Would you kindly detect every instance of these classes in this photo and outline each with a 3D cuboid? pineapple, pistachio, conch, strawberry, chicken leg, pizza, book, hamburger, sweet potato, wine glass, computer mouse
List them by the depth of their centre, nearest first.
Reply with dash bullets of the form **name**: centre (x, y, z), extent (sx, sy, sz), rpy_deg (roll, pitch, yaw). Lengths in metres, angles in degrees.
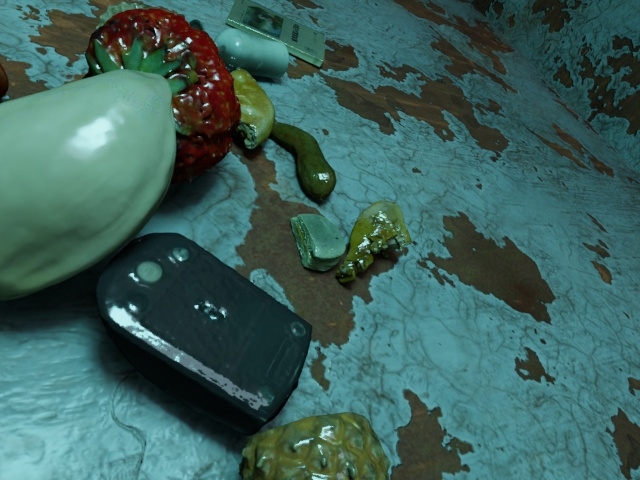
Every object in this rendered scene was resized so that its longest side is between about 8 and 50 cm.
- **pineapple**: centre (0.023, 0.344, 0.455), extent (0.169, 0.169, 0.340), rpy_deg (2, 58, -33)
- **pistachio**: centre (-0.297, -0.071, 0.546), extent (0.332, 0.208, 0.226), rpy_deg (-41, 65, -9)
- **computer mouse**: centre (-0.146, 0.113, 0.589), extent (0.269, 0.100, 0.170), rpy_deg (36, 43, -5)
- **strawberry**: centre (-0.235, -0.220, 0.763), extent (0.238, 0.250, 0.288), rpy_deg (29, 15, 3)
- **hamburger**: centre (0.002, -0.003, 0.840), extent (0.084, 0.054, 0.121), rpy_deg (2, 43, -30)
- **chicken leg**: centre (0.097, 0.009, 0.875), extent (0.101, 0.085, 0.207), rpy_deg (43, 48, -8)
- **conch**: centre (-0.355, -0.400, 0.975), extent (0.207, 0.130, 0.155), rpy_deg (-33, 106, -70)
- **sweet potato**: centre (-0.033, -0.175, 0.979), extent (0.081, 0.062, 0.233), rpy_deg (-11, 54, -35)
- **pizza**: centre (-0.161, -0.278, 0.984), extent (0.134, 0.056, 0.271), rpy_deg (-7, 49, -26)
- **wine glass**: centre (-0.187, -0.428, 1.090), extent (0.231, 0.103, 0.103), rpy_deg (-7, 55, -43)
- **book**: centre (-0.120, -0.605, 1.365), extent (0.282, 0.025, 0.215), rpy_deg (18, 42, -16)

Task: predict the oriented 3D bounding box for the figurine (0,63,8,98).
- **figurine**: centre (-0.573, -0.249, 0.572), extent (0.269, 0.211, 0.261), rpy_deg (20, 42, -16)
